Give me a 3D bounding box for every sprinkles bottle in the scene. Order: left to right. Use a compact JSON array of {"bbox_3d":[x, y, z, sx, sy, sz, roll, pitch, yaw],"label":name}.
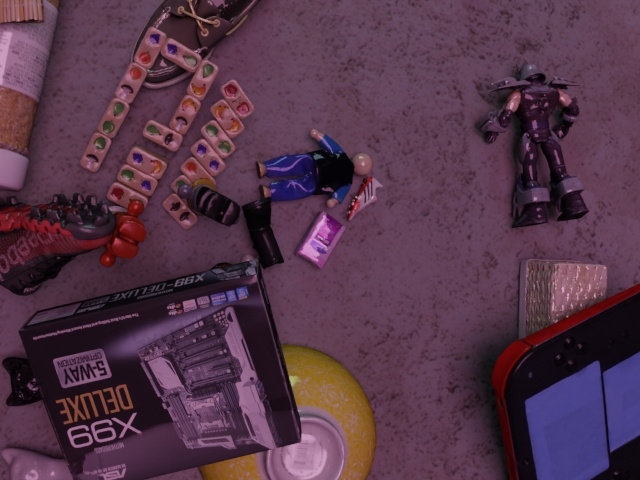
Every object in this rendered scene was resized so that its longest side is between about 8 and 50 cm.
[{"bbox_3d":[-0.445,-0.252,1.069,0.121,0.121,0.356,12,85,-13],"label":"sprinkles bottle"}]

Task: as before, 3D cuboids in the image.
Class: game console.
[{"bbox_3d":[0.448,0.279,1.235,0.341,0.060,0.387,-21,117,-12],"label":"game console"}]

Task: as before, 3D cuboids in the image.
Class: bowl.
[{"bbox_3d":[-0.037,0.305,1.135,0.289,0.156,0.290,1,87,-14],"label":"bowl"}]

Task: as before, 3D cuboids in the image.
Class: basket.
[{"bbox_3d":[0.408,0.113,1.277,0.113,0.103,0.167,2,87,-15],"label":"basket"}]

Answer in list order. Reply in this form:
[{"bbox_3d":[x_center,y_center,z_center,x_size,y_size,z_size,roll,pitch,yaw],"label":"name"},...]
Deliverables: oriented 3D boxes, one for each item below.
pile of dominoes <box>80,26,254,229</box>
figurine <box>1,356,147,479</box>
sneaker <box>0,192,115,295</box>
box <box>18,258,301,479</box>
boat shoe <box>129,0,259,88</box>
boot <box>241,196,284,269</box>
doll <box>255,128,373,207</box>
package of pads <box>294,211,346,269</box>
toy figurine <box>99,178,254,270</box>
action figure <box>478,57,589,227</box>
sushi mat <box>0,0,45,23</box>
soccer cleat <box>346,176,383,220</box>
[{"bbox_3d":[-0.224,-0.157,1.125,0.195,0.040,0.251,28,100,-12],"label":"pile of dominoes"},{"bbox_3d":[-0.356,0.272,1.100,0.209,0.092,0.215,2,88,-6],"label":"figurine"},{"bbox_3d":[-0.380,0.008,1.037,0.097,0.276,0.135,-29,114,-57],"label":"sneaker"},{"bbox_3d":[-0.200,0.178,0.994,0.307,0.076,0.243,-13,105,0],"label":"box"},{"bbox_3d":[-0.172,-0.355,1.155,0.109,0.091,0.305,45,79,-8],"label":"boat shoe"},{"bbox_3d":[-0.085,-0.009,1.154,0.045,0.121,0.099,-18,86,-11],"label":"boot"},{"bbox_3d":[-0.005,-0.113,1.212,0.188,0.046,0.129,-9,91,-14],"label":"doll"},{"bbox_3d":[0.000,0.000,1.217,0.050,0.032,0.083,34,81,-13],"label":"package of pads"},{"bbox_3d":[-0.205,0.027,1.097,0.209,0.148,0.213,-23,108,-19],"label":"toy figurine"},{"bbox_3d":[0.363,-0.170,1.284,0.185,0.099,0.285,-7,86,-7],"label":"action figure"},{"bbox_3d":[-0.454,-0.437,1.017,0.151,0.019,0.317,-6,84,3],"label":"sushi mat"},{"bbox_3d":[0.072,-0.065,1.239,0.035,0.029,0.083,31,77,-7],"label":"soccer cleat"}]
